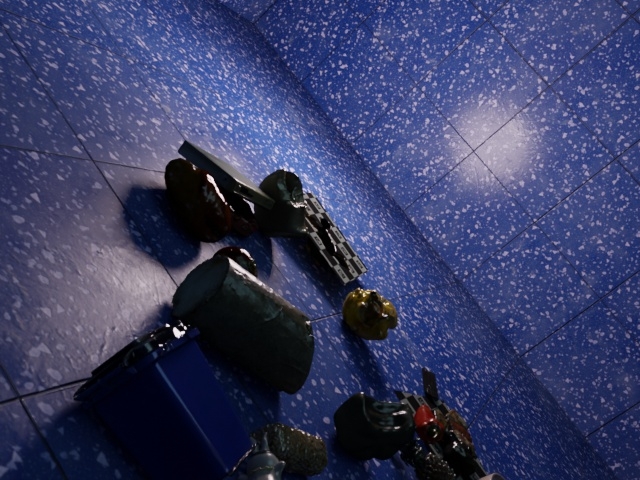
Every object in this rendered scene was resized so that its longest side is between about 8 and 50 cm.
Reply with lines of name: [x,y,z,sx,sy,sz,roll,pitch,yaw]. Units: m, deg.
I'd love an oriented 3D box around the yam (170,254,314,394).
yam: [-0.138,0.169,1.369,0.304,0.168,0.168,39,20,-24]

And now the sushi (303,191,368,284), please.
sushi: [0.000,0.000,2.219,0.343,0.064,0.359,54,17,5]

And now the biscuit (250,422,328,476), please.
biscuit: [-0.053,0.386,1.261,0.168,0.070,0.082,34,31,-44]

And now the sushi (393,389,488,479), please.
sushi: [0.389,0.561,1.952,0.339,0.069,0.320,26,28,-51]

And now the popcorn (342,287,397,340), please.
popcorn: [0.144,0.216,1.971,0.167,0.152,0.148,21,62,-8]

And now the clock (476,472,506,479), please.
clock: [0.473,0.709,1.819,0.229,0.063,0.155,25,42,-47]

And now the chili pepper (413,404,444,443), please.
chili pepper: [0.279,0.481,1.768,0.272,0.071,0.063,-37,112,-89]

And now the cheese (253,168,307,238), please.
cheese: [-0.114,-0.103,1.931,0.091,0.175,0.202,-9,101,-51]

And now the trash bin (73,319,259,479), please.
trash bin: [-0.221,0.256,0.996,0.234,0.163,0.184,56,18,3]

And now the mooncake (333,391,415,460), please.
mooncake: [0.119,0.401,1.476,0.104,0.175,0.168,-113,-162,-53]

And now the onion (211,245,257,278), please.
onion: [-0.196,0.070,1.534,0.118,0.119,0.117,-54,135,-72]

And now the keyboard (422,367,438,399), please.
keyboard: [0.348,0.455,2.157,0.053,0.010,0.155,30,19,-4]

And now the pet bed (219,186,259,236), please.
pet bed: [-0.250,-0.093,1.830,0.201,0.053,0.201,40,15,-13]

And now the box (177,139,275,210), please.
box: [-0.245,-0.167,1.789,0.211,0.045,0.270,37,4,17]

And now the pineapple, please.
pineapple: [0.252,0.537,1.644,0.221,0.083,0.103,48,33,-2]

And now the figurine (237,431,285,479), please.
figurine: [-0.097,0.405,1.137,0.146,0.081,0.098,-102,-170,-66]

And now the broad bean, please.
broad bean: [-0.293,-0.099,1.616,0.228,0.122,0.156,59,2,24]
